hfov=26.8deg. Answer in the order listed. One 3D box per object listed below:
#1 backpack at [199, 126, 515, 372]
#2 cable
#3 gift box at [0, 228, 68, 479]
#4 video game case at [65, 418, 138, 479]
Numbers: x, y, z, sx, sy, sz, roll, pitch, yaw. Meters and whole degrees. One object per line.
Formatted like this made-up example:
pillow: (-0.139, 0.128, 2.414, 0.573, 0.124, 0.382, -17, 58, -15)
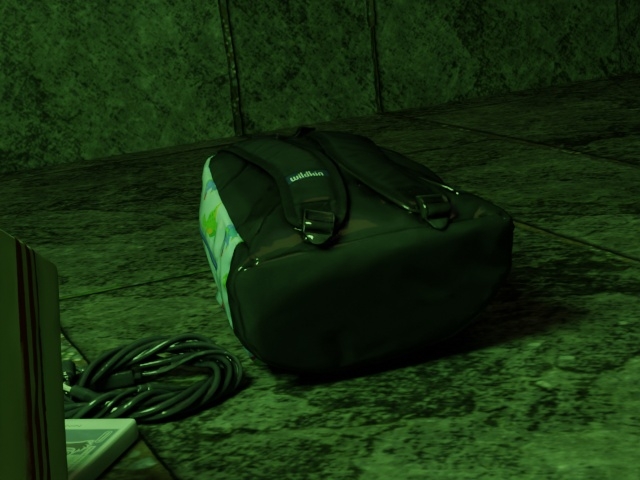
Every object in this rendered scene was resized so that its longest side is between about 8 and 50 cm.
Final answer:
backpack: (0.000, 0.000, 1.399, 0.290, 0.273, 0.355, -13, 36, -17)
cable: (-0.167, 0.132, 1.279, 0.184, 0.047, 0.150, -5, 13, 2)
gift box: (-0.297, 0.133, 0.830, 0.255, 0.258, 0.276, -6, -7, 5)
video game case: (-0.274, 0.193, 1.118, 0.183, 0.023, 0.201, -3, 14, 16)
